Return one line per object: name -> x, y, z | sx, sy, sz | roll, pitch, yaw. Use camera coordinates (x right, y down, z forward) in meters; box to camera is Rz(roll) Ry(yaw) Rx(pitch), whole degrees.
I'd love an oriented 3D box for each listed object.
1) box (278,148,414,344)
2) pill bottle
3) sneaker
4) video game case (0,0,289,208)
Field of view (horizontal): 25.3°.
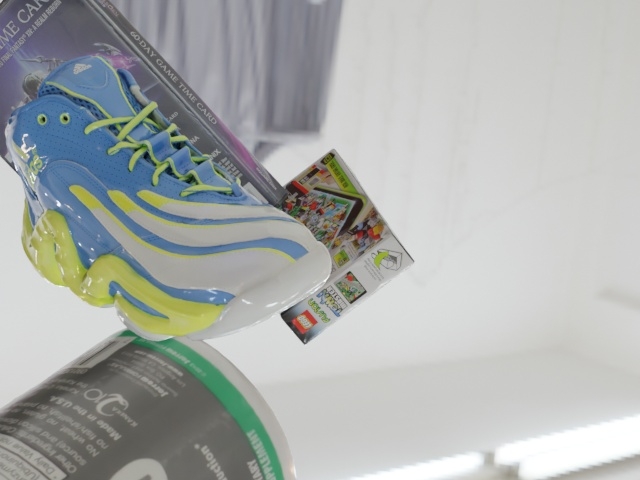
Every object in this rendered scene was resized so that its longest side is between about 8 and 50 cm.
box -> 0.000, 0.000, 1.229 | 0.114, 0.036, 0.207 | -37, -154, 3
pill bottle -> -0.199, 0.223, 0.973 | 0.204, 0.204, 0.361 | 13, -146, 36
sneaker -> -0.097, -0.026, 0.724 | 0.091, 0.126, 0.240 | -34, -154, -34
video game case -> -0.182, -0.087, 1.208 | 0.196, 0.274, 0.026 | -35, -169, 38
